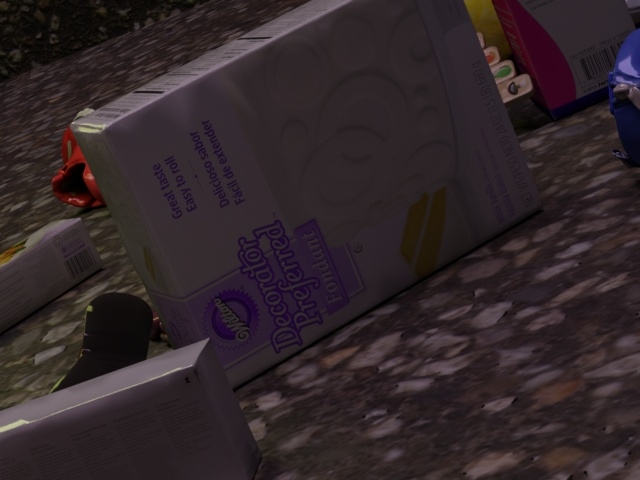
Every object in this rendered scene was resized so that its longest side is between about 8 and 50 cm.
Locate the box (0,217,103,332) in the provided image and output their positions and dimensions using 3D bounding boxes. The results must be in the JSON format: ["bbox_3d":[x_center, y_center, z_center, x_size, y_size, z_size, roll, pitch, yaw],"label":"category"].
[{"bbox_3d":[-0.371,0.076,1.956,0.324,0.067,0.063,-36,18,-36],"label":"box"}]

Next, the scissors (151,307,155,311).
[{"bbox_3d":[-0.080,0.012,1.831,0.297,0.021,0.109,-31,19,-22],"label":"scissors"}]

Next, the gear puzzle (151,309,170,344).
[{"bbox_3d":[0.000,0.000,1.689,0.339,0.044,0.175,-29,16,-20],"label":"gear puzzle"}]

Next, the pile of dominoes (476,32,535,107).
[{"bbox_3d":[0.081,-0.164,1.896,0.196,0.040,0.251,-37,43,-1],"label":"pile of dominoes"}]

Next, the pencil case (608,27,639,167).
[{"bbox_3d":[0.354,-0.126,1.433,0.133,0.119,0.306,-6,0,-39],"label":"pencil case"}]

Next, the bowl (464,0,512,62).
[{"bbox_3d":[0.161,-0.296,2.080,0.289,0.156,0.289,-44,11,11],"label":"bowl"}]

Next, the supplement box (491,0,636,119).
[{"bbox_3d":[0.232,-0.249,1.854,0.111,0.220,0.114,-23,15,0],"label":"supplement box"}]

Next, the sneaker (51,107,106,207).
[{"bbox_3d":[-0.299,-0.097,2.385,0.118,0.107,0.279,-38,16,-15],"label":"sneaker"}]

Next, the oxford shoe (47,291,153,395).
[{"bbox_3d":[-0.174,0.133,1.473,0.076,0.076,0.212,14,35,1],"label":"oxford shoe"}]

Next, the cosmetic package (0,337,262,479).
[{"bbox_3d":[-0.170,0.155,1.308,0.239,0.099,0.060,-19,16,15],"label":"cosmetic package"}]

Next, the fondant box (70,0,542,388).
[{"bbox_3d":[-0.005,-0.060,1.527,0.330,0.238,0.096,-29,17,-19],"label":"fondant box"}]

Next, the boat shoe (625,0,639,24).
[{"bbox_3d":[0.407,-0.313,2.096,0.302,0.109,0.094,-32,-21,-22],"label":"boat shoe"}]
